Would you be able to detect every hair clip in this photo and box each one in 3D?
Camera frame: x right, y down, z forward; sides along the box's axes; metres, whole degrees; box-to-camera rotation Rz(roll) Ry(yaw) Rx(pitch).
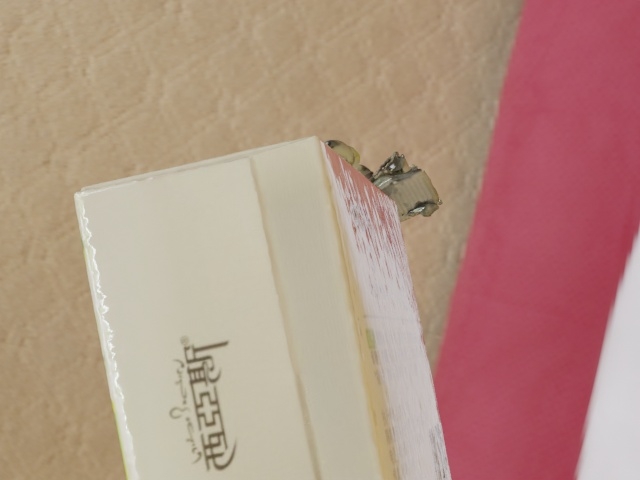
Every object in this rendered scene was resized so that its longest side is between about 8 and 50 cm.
[{"bbox_3d":[0.000,0.000,0.933,0.172,0.049,0.116,-34,110,-9],"label":"hair clip"}]

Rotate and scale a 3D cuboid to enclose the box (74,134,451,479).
[{"bbox_3d":[-0.009,0.070,0.638,0.111,0.260,0.194,-12,83,11],"label":"box"}]
